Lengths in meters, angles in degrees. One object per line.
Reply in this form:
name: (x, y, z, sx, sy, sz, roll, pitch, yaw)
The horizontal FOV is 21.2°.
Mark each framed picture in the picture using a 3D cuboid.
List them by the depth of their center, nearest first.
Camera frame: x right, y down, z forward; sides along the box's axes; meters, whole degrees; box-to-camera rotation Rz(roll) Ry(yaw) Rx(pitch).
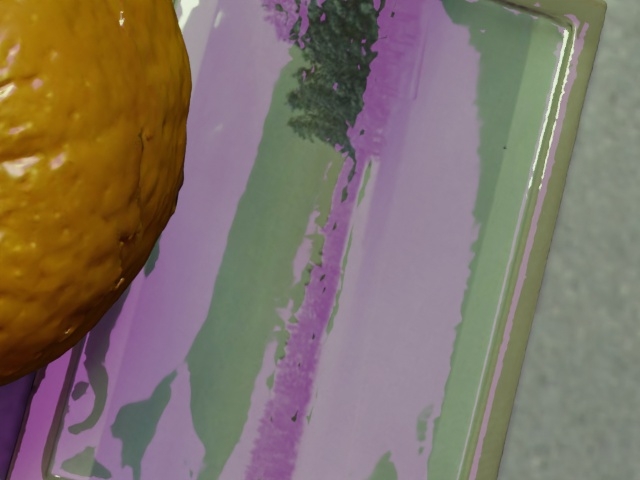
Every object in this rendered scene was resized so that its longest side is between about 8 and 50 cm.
framed picture: (0.000, 0.000, 0.762, 0.213, 0.016, 0.289, 16, 82, -12)

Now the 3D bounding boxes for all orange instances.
orange: (-0.156, -0.050, 0.635, 0.219, 0.193, 0.219, -17, 128, -23)
